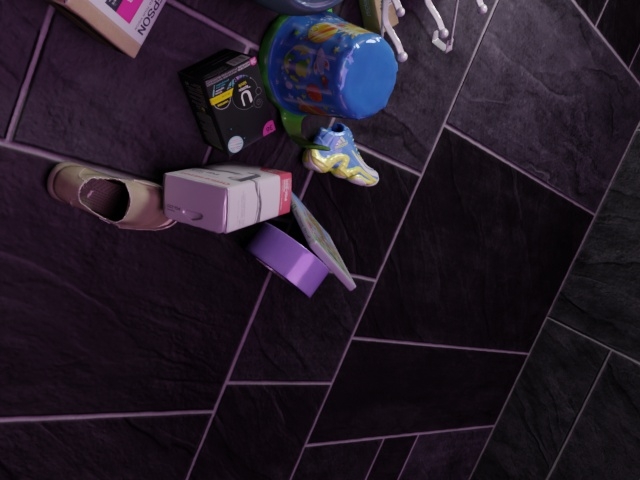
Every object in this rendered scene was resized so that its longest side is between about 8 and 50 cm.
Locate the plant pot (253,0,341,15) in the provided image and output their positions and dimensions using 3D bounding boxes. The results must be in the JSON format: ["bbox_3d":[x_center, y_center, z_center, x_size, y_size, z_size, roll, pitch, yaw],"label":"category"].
[{"bbox_3d":[-0.029,-0.509,1.056,0.290,0.195,0.290,-15,143,-12],"label":"plant pot"}]

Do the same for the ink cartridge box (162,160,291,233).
[{"bbox_3d":[-0.180,-0.092,1.204,0.218,0.158,0.092,-27,126,-56],"label":"ink cartridge box"}]

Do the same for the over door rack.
[{"bbox_3d":[0.233,-0.459,1.341,0.239,0.108,0.324,-32,166,-12],"label":"over door rack"}]

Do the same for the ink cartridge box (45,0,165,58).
[{"bbox_3d":[-0.310,-0.432,0.938,0.235,0.088,0.193,-62,165,1],"label":"ink cartridge box"}]

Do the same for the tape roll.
[{"bbox_3d":[-0.077,0.046,1.398,0.080,0.189,0.189,-53,137,-8],"label":"tape roll"}]

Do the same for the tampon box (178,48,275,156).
[{"bbox_3d":[-0.180,-0.271,1.193,0.120,0.101,0.161,-36,132,-24],"label":"tampon box"}]

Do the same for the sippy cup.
[{"bbox_3d":[0.028,-0.353,1.257,0.240,0.224,0.306,-35,131,-26],"label":"sippy cup"}]

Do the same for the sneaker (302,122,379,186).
[{"bbox_3d":[0.069,-0.209,1.472,0.240,0.091,0.126,9,105,-45],"label":"sneaker"}]

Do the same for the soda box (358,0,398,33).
[{"bbox_3d":[0.119,-0.559,1.356,0.061,0.058,0.181,-38,132,-23],"label":"soda box"}]

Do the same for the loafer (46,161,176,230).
[{"bbox_3d":[-0.366,-0.068,1.132,0.268,0.092,0.102,14,102,-46],"label":"loafer"}]

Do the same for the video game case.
[{"bbox_3d":[0.000,0.000,1.450,0.023,0.193,0.212,-34,136,7],"label":"video game case"}]
